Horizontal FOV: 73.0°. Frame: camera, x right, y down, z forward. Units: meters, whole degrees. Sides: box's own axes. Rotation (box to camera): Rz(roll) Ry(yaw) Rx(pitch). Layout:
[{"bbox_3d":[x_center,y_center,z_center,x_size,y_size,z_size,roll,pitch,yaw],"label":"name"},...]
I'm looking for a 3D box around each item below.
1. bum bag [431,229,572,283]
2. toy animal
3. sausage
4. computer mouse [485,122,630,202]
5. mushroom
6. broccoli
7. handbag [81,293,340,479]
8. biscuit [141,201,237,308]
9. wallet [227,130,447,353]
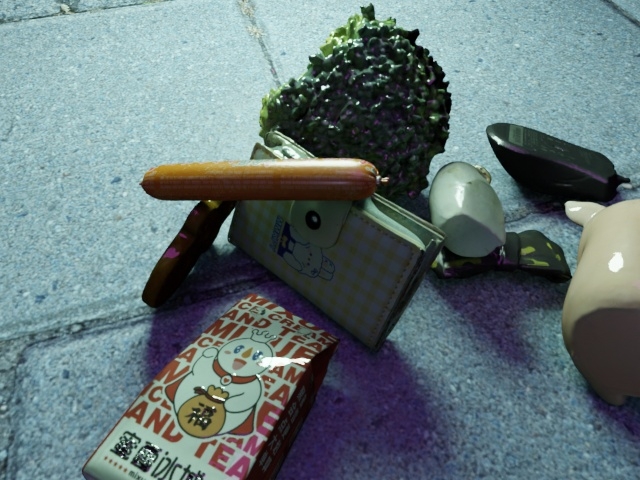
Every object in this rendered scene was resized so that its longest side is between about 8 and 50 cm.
[{"bbox_3d":[0.283,0.024,0.708,0.233,0.060,0.106,2,43,-1],"label":"bum bag"},{"bbox_3d":[0.449,0.068,0.593,0.195,0.213,0.256,-12,32,46],"label":"toy animal"},{"bbox_3d":[-0.085,-0.078,0.562,0.348,0.053,0.053,1,54,15],"label":"sausage"},{"bbox_3d":[0.427,-0.138,0.805,0.264,0.088,0.147,23,40,15],"label":"computer mouse"},{"bbox_3d":[0.235,-0.077,0.707,0.118,0.103,0.270,41,34,-9],"label":"mushroom"},{"bbox_3d":[0.054,-0.193,0.764,0.348,0.293,0.281,-41,21,3],"label":"broccoli"},{"bbox_3d":[-0.109,0.199,0.535,0.171,0.151,0.298,20,54,17],"label":"handbag"},{"bbox_3d":[-0.197,-0.003,0.667,0.039,0.180,0.236,31,72,-4],"label":"biscuit"},{"bbox_3d":[0.000,0.000,0.637,0.310,0.223,0.077,35,39,21],"label":"wallet"}]
